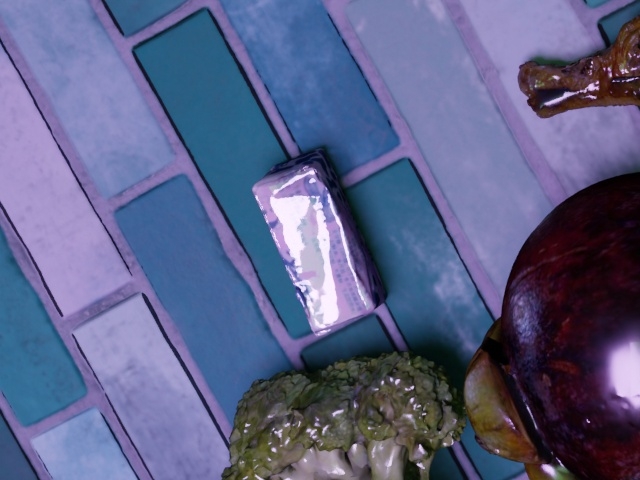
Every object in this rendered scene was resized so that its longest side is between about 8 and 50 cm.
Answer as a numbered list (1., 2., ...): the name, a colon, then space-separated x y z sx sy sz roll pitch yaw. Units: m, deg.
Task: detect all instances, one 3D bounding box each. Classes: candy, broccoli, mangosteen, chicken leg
1. candy: 0.000 0.000 1.564 0.073 0.092 0.160 -22 96 14
2. broccoli: 0.056 0.222 1.536 0.302 0.186 0.254 10 91 28
3. mangosteen: 0.271 0.088 1.428 0.300 0.300 0.300 2 100 12
4. chicken leg: 0.281 -0.152 1.489 0.196 0.080 0.125 -34 81 23
